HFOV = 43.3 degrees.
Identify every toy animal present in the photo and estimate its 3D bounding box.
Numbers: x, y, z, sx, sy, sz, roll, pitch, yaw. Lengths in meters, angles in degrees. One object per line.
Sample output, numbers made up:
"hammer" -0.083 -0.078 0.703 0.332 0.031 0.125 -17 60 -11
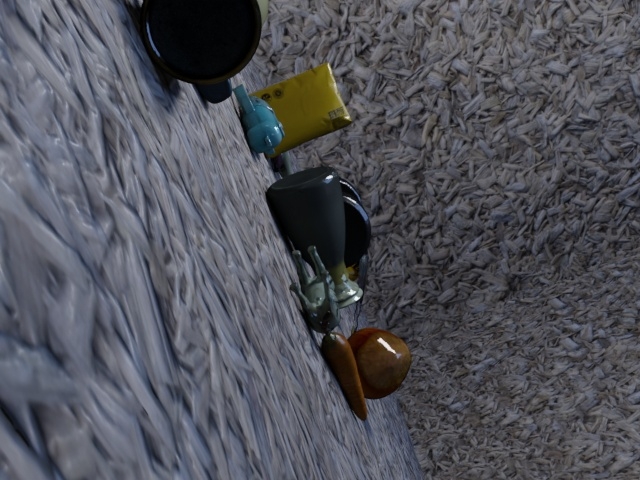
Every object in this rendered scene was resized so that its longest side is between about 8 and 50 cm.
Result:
"toy animal" -0.010 0.093 1.690 0.255 0.089 0.170 -88 159 -76

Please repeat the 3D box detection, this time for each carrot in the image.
"carrot" 0.057 0.286 1.741 0.066 0.062 0.271 26 -32 41

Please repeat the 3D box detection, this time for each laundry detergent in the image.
"laundry detergent" -0.207 -0.327 1.536 0.097 0.061 0.206 57 6 -24

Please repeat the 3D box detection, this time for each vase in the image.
"vase" 0.000 0.000 1.913 0.173 0.173 0.321 -100 173 -75

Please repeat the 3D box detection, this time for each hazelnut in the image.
"hazelnut" 0.140 0.301 2.003 0.182 0.182 0.182 -23 90 -87

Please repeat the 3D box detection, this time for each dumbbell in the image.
"dumbbell" 0.024 -0.052 2.154 0.322 0.203 0.204 -96 163 -77

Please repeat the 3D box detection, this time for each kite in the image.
"kite" 0.111 0.183 2.341 0.152 0.015 0.286 18 82 -76

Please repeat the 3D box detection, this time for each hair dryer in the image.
"hair dryer" -0.126 -0.230 2.414 0.154 0.054 0.106 -69 141 -71

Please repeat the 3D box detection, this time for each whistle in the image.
"whistle" -0.150 -0.296 2.022 0.274 0.093 0.186 -113 178 -58

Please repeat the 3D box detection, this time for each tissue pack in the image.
"tissue pack" -0.065 -0.368 2.293 0.134 0.270 0.192 -126 -168 -84

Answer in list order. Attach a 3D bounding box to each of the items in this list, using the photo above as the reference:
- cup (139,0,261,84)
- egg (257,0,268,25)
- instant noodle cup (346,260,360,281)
"cup" -0.185 -0.350 1.177 0.177 0.165 0.240 -114 -178 -75
"egg" -0.210 -0.523 1.710 0.241 0.186 0.186 43 22 -55
"instant noodle cup" 0.048 0.055 2.410 0.122 0.151 0.152 -142 -151 -80
